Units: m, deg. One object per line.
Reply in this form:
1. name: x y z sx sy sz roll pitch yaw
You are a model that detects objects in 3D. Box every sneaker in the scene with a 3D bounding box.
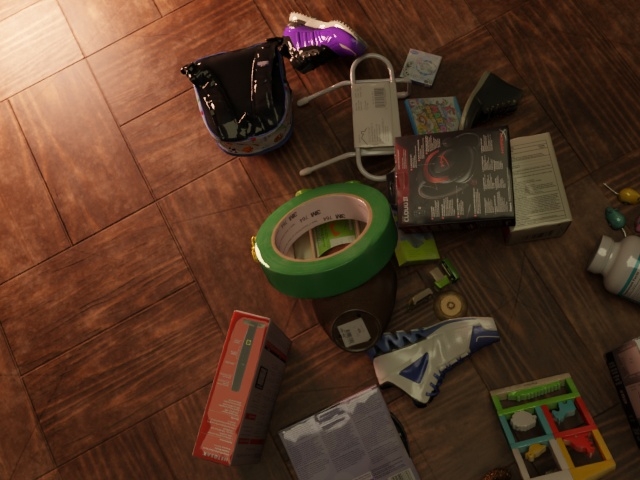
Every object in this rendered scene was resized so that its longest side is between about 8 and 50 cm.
1. sneaker: -0.003 -0.499 1.956 0.293 0.102 0.146 28 88 44
2. sneaker: 0.430 -0.331 1.882 0.118 0.083 0.222 25 65 11
3. sneaker: 0.264 0.288 1.723 0.315 0.127 0.182 -13 76 10

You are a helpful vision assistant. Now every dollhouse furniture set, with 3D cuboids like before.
1. dollhouse furniture set: 0.260 0.105 1.794 0.151 0.076 0.058 -30 75 -14

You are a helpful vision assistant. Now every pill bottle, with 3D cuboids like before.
1. pill bottle: 0.756 0.080 1.707 0.264 0.146 0.146 25 78 13

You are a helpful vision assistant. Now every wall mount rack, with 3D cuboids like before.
1. wall mount rack: 0.090 -0.294 1.908 0.304 0.130 0.350 -3 73 2

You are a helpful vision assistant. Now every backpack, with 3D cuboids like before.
1. backpack: -0.191 -0.347 1.907 0.276 0.213 0.263 -15 64 8

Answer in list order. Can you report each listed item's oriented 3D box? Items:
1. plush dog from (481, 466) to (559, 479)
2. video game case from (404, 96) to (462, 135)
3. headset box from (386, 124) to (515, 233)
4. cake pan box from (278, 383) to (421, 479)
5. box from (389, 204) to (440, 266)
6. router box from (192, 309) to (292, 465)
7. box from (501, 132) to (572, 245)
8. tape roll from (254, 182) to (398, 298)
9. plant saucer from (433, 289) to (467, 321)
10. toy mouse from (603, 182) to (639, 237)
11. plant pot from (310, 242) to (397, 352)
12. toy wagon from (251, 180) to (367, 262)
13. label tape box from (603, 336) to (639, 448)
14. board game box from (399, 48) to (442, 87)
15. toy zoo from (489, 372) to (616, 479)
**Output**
1. plush dog: 0.430 0.607 1.584 0.225 0.210 0.262 -6 69 33
2. video game case: 0.296 -0.306 1.887 0.166 0.015 0.119 -10 77 -32
3. headset box: 0.296 -0.136 1.724 0.293 0.110 0.218 -5 79 15
4. cake pan box: 0.070 0.486 1.683 0.267 0.070 0.246 -26 87 -1
5. box: 0.219 -0.028 1.827 0.109 0.042 0.178 -4 69 -32
6. router box: -0.160 0.333 1.635 0.082 0.335 0.301 13 75 9
7. box: 0.501 -0.122 1.804 0.148 0.127 0.232 -10 73 5
8. tape roll: 0.013 -0.005 1.691 0.321 0.077 0.321 -13 37 10
9. plant saucer: 0.315 0.160 1.801 0.083 0.015 0.083 -2 74 6
10. toy mouse: 0.755 -0.059 1.807 0.161 0.031 0.143 17 76 11
11. plant pot: 0.075 0.149 1.675 0.215 0.230 0.215 0 113 1
12. toy wagon: 0.000 0.000 1.857 0.344 0.068 0.267 -9 73 4
13. label tape box: 0.736 0.371 1.573 0.106 0.240 0.334 -16 72 1
14. board game box: 0.268 -0.460 1.985 0.090 0.020 0.090 19 77 12
15. toy zoo: 0.504 0.429 1.613 0.192 0.030 0.293 -14 41 0
